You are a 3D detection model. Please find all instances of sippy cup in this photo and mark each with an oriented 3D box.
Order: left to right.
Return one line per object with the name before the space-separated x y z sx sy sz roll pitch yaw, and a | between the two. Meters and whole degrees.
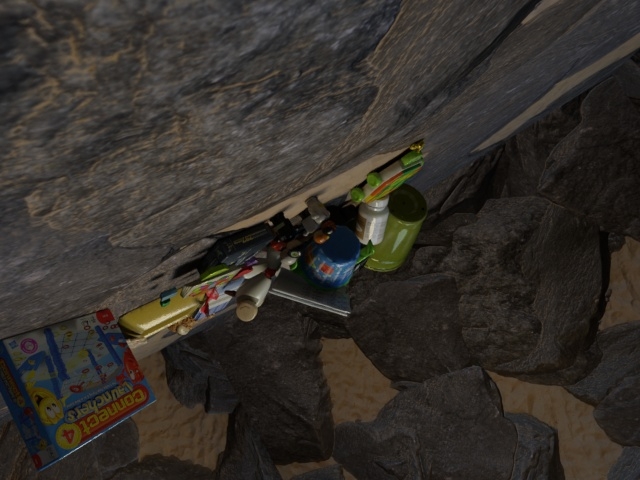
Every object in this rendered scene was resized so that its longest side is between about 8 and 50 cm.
sippy cup | 0.047 0.055 1.644 0.305 0.240 0.224 -47 175 -27

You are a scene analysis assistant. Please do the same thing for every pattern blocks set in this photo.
pattern blocks set | -0.347 0.131 1.336 0.325 0.026 0.285 -24 171 -21

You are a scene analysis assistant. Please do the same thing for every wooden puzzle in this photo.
wooden puzzle | -0.413 0.219 2.231 0.221 0.044 0.239 -26 177 -40

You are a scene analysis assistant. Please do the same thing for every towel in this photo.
towel | -0.414 0.212 1.794 0.285 0.034 0.209 -54 164 22

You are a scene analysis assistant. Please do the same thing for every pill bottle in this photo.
pill bottle | 0.225 -0.105 1.822 0.131 0.131 0.229 -27 139 -34

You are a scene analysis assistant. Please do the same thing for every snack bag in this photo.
snack bag | -0.032 0.198 1.743 0.342 0.324 0.037 -71 178 -79

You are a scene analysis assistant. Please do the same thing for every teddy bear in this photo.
teddy bear | -0.621 0.369 2.097 0.338 0.113 0.245 -31 172 0

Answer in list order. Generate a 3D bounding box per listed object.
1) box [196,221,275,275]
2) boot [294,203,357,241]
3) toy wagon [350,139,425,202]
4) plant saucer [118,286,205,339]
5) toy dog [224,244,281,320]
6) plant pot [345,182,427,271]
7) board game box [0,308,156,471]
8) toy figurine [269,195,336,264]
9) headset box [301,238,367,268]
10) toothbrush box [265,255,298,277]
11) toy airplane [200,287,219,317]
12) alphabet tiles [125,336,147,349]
box | -0.269 0.038 1.330 0.184 0.059 0.233 -24 171 -39
boot | -0.014 -0.061 1.786 0.281 0.096 0.264 -26 -175 34
toy wagon | 0.273 -0.247 1.573 0.267 0.068 0.344 -27 173 -33
plant saucer | -0.604 0.285 1.643 0.333 0.080 0.333 -27 173 -35
toy dog | -0.275 0.151 1.709 0.220 0.161 0.333 133 -17 -84
plant pot | 0.334 -0.091 2.057 0.367 0.366 0.353 -27 161 -29
board game box | -0.624 0.359 1.092 0.086 0.301 0.308 -33 174 20
toy figurine | -0.060 -0.027 1.388 0.210 0.148 0.213 -28 173 -20
headset box | 0.053 0.056 2.000 0.218 0.293 0.110 -36 158 -42
toothbrush box | -0.133 0.142 2.097 0.126 0.216 0.295 -31 173 8
toy airplane | -0.426 0.222 1.619 0.028 0.151 0.151 4 177 6
alphabet tiles | -0.787 0.394 1.528 0.278 0.021 0.284 -25 162 30
